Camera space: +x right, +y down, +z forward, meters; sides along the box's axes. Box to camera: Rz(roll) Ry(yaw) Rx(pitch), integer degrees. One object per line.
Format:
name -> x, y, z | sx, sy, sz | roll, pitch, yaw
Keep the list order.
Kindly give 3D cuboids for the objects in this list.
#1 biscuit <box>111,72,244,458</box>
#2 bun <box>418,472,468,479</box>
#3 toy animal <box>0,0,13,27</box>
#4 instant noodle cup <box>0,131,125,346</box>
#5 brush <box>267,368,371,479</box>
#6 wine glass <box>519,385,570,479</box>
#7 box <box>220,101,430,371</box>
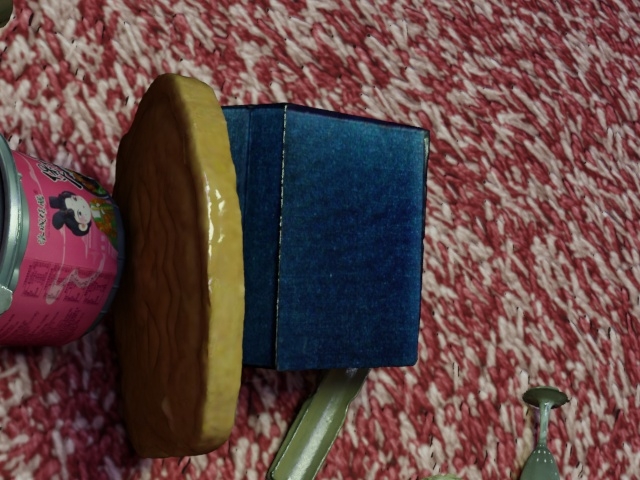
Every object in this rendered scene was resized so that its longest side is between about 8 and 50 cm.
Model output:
biscuit -> -0.162, 0.032, 1.569 | 0.062, 0.365, 0.385 | -1, 79, -22
bun -> 0.156, 0.378, 1.727 | 0.259, 0.160, 0.259 | 15, 60, -29
toy animal -> -0.430, -0.341, 1.783 | 0.186, 0.094, 0.214 | -39, 97, -36
instant noodle cup -> -0.321, 0.010, 1.576 | 0.181, 0.258, 0.302 | 13, 70, -44
brush -> 0.014, 0.180, 1.814 | 0.054, 0.048, 0.282 | 35, 59, -10
wine glass -> 0.278, 0.285, 1.916 | 0.066, 0.066, 0.198 | 23, 55, -21
box -> 0.000, 0.000, 1.689 | 0.261, 0.116, 0.279 | 5, 88, -50
